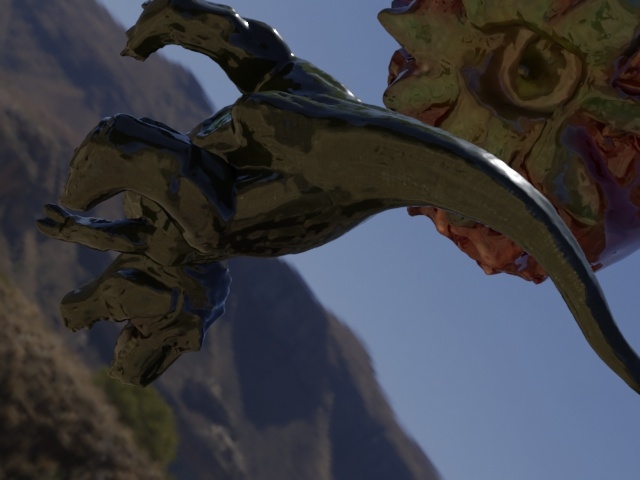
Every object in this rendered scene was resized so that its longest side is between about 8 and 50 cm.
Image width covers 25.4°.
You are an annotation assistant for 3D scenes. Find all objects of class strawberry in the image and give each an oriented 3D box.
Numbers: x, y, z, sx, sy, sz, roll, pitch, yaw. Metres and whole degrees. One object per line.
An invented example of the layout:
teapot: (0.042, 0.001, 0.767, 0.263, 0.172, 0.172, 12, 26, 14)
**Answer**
strawberry: (0.224, -0.130, 1.073, 0.295, 0.345, 0.318, 8, -82, 41)

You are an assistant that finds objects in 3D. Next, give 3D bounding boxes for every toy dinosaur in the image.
toy dinosaur: (0.000, 0.000, 0.481, 0.178, 0.087, 0.187, 27, -30, -14)
